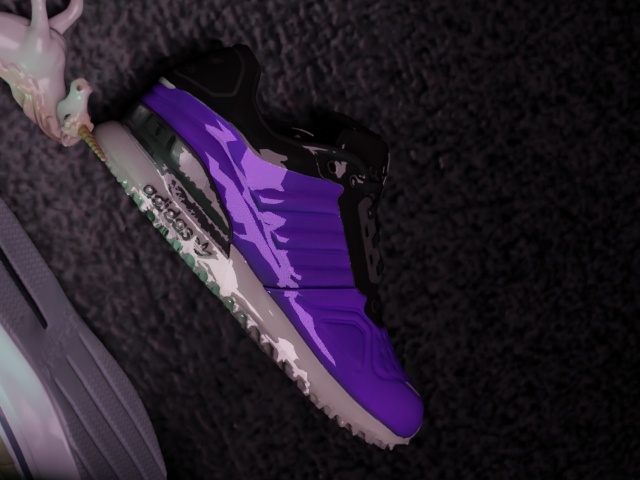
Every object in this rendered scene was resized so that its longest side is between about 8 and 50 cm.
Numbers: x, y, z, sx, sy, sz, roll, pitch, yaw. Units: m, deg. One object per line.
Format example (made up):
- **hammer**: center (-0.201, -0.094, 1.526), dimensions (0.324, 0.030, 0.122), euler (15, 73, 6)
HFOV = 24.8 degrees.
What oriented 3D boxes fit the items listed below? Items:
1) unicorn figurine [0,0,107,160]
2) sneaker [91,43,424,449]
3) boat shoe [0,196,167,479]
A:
- **unicorn figurine**: center (-0.180, -0.119, 0.846), dimensions (0.162, 0.060, 0.111), euler (14, 97, 8)
- **sneaker**: center (0.000, 0.000, 0.915), dimensions (0.146, 0.102, 0.293), euler (-42, 112, -5)
- **boat shoe**: center (-0.184, 0.097, 0.892), dimensions (0.094, 0.109, 0.302), euler (-15, 114, 22)
